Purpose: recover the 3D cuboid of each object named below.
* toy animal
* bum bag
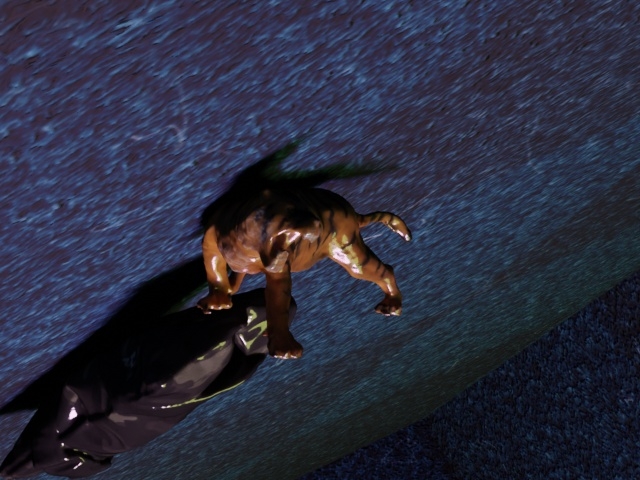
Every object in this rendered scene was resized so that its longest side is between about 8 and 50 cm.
[{"bbox_3d":[-0.008,-0.002,1.392,0.255,0.114,0.116,-18,124,-62],"label":"toy animal"},{"bbox_3d":[-0.153,0.120,1.563,0.144,0.095,0.340,-28,178,-41],"label":"bum bag"}]
